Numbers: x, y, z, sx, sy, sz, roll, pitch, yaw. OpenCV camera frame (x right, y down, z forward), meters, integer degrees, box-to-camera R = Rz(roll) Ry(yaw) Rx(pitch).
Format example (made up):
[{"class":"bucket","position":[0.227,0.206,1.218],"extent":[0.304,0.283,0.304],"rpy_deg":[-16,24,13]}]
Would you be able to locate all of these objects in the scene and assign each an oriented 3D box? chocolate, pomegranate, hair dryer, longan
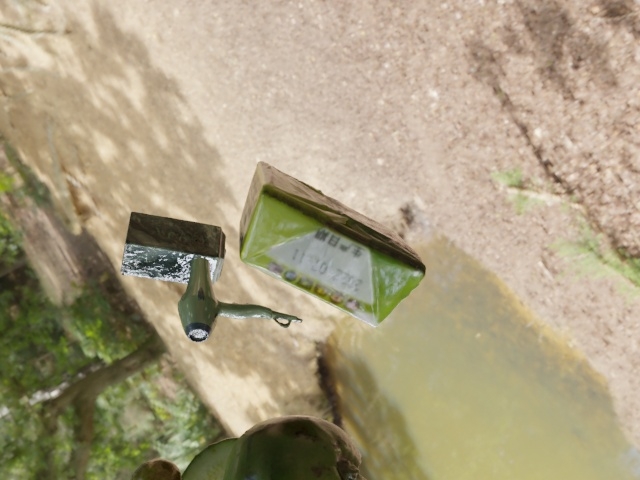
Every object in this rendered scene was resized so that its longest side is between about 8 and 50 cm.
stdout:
[{"class":"chocolate","position":[0.000,0.000,1.346],"extent":[0.289,0.137,0.301],"rpy_deg":[27,-172,-11]},{"class":"pomegranate","position":[-0.061,0.392,1.217],"extent":[0.302,0.236,0.236],"rpy_deg":[-35,85,42]},{"class":"hair dryer","position":[-0.146,0.089,1.346],"extent":[0.067,0.199,0.167],"rpy_deg":[105,151,-44]},{"class":"longan","position":[-0.215,0.331,1.063],"extent":[0.083,0.075,0.075],"rpy_deg":[41,173,-34]}]

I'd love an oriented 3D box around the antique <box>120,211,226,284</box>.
[{"class":"antique","position":[-0.267,0.018,1.468],"extent":[0.088,0.183,0.086],"rpy_deg":[-94,18,-45]}]

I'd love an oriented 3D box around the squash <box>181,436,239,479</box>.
[{"class":"squash","position":[-0.195,0.569,1.609],"extent":[0.234,0.308,0.210],"rpy_deg":[19,-165,4]}]
